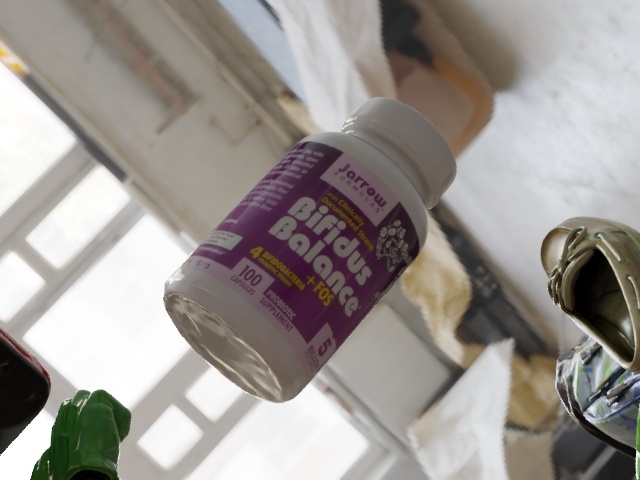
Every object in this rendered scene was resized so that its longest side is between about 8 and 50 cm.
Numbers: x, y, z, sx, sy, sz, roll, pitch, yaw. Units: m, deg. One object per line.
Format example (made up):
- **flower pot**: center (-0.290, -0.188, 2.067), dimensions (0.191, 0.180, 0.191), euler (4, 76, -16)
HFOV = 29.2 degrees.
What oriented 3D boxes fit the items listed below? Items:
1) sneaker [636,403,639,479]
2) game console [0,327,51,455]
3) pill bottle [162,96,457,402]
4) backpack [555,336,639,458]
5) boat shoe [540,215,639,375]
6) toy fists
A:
- **sneaker**: center (0.313, 0.216, 0.790), dimensions (0.185, 0.483, 0.202), euler (0, 174, 30)
- **game console**: center (-0.570, 0.241, 1.706), dimensions (0.060, 0.342, 0.386), euler (35, 166, 34)
- **pill bottle**: center (0.000, 0.000, 1.216), dimensions (0.169, 0.301, 0.169), euler (34, 156, 18)
- **backpack**: center (0.514, 0.177, 1.665), dimensions (0.290, 0.273, 0.355), euler (24, 132, -5)
- **boat shoe**: center (0.151, 0.028, 0.651), dimensions (0.048, 0.056, 0.153), euler (6, -154, -20)
- **toy fists**: center (-0.311, 0.301, 1.558), dimensions (0.096, 0.279, 0.142), euler (10, -138, -22)
